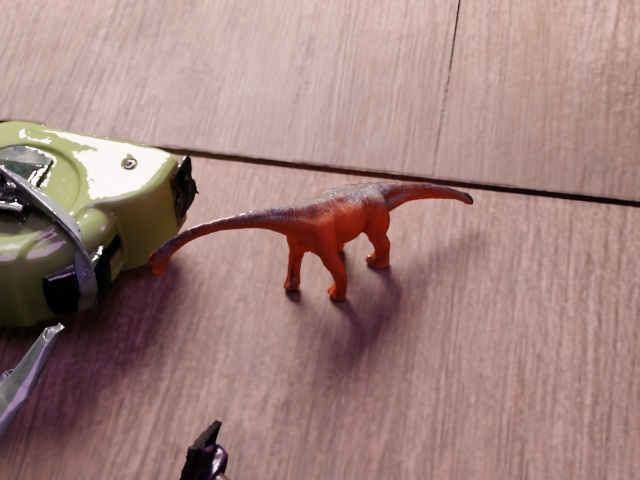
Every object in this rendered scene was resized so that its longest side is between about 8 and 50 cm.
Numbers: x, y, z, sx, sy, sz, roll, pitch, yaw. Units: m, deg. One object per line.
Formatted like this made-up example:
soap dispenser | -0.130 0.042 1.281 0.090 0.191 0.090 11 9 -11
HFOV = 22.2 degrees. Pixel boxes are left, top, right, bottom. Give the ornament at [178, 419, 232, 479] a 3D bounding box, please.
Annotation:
ornament | -0.007 0.206 1.074 0.203 0.081 0.088 26 11 2

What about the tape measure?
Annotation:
tape measure | -0.221 -0.018 1.236 0.200 0.106 0.175 16 49 16

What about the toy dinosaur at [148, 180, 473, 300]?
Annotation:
toy dinosaur | -0.004 -0.003 1.226 0.280 0.101 0.055 -24 42 -31

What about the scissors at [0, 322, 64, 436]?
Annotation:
scissors | -0.273 0.202 0.990 0.256 0.029 0.383 -3 54 43
